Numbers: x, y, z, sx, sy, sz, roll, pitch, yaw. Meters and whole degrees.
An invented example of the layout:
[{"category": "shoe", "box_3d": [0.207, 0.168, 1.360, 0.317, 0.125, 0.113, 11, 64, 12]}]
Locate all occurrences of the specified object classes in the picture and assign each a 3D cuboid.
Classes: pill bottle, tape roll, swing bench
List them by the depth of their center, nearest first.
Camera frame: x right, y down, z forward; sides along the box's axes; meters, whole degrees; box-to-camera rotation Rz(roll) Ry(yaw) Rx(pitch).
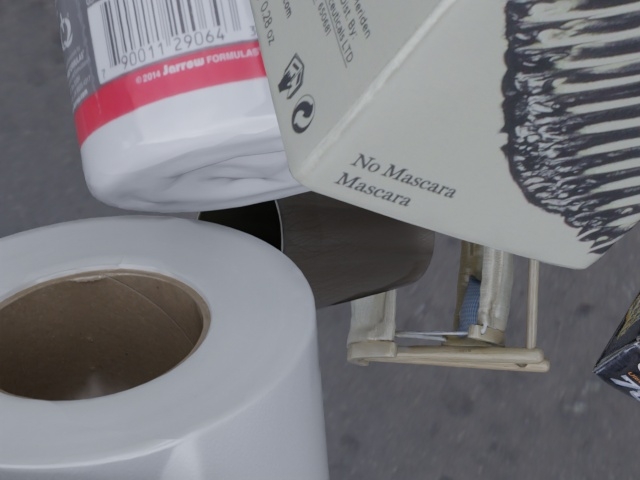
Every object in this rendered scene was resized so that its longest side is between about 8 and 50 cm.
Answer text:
[{"category": "pill bottle", "box_3d": [-0.065, -0.187, 0.777, 0.176, 0.176, 0.319, -13, 80, 15]}, {"category": "tape roll", "box_3d": [-0.117, 0.116, 0.787, 0.246, 0.246, 0.169, 2, 120, 12]}, {"category": "swing bench", "box_3d": [0.154, 0.026, 1.742, 0.254, 0.165, 0.253, 1, 80, 12]}]

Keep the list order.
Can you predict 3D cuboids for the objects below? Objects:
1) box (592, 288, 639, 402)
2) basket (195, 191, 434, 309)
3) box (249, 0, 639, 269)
[{"category": "box", "box_3d": [0.360, 0.048, 0.878, 0.293, 0.073, 0.295, 37, 64, 0]}, {"category": "basket", "box_3d": [0.000, 0.000, 1.563, 0.154, 0.226, 0.204, 61, 140, 27]}, {"category": "box", "box_3d": [0.099, -0.117, 0.340, 0.113, 0.094, 0.275, 15, 135, -30]}]
